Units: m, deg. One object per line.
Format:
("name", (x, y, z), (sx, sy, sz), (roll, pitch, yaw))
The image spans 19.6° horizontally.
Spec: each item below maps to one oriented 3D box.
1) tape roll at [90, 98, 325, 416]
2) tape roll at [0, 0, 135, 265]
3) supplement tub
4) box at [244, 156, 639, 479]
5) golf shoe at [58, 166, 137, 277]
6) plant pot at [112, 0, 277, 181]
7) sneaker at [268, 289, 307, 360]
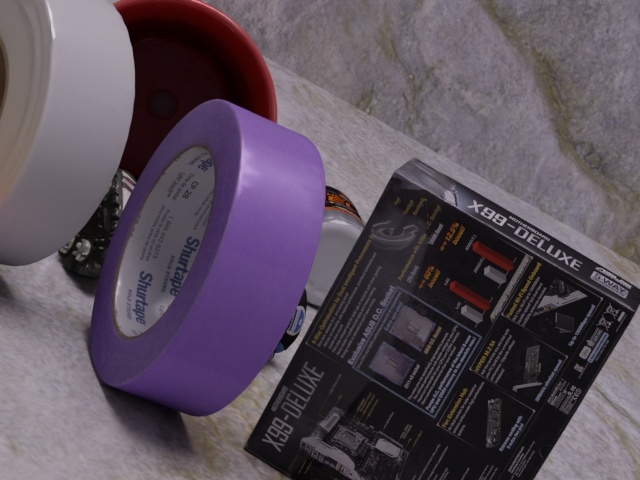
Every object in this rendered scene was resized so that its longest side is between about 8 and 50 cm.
("tape roll", (-0.105, 0.015, 1.662), (0.090, 0.275, 0.275), (22, 15, -24))
("tape roll", (-0.303, -0.121, 1.752), (0.100, 0.286, 0.286), (16, 19, -44))
("supplement tub", (0.000, 0.000, 2.299), (0.117, 0.117, 0.190), (25, 13, -16))
("box", (0.107, 0.118, 1.652), (0.242, 0.307, 0.076), (30, 19, 8))
("golf shoe", (-0.211, -0.021, 1.971), (0.120, 0.105, 0.273), (32, 12, -19))
("plant pot", (-0.191, -0.156, 2.217), (0.275, 0.275, 0.243), (27, 3, -8))
("sneaker", (-0.078, 0.054, 1.905), (0.147, 0.129, 0.330), (25, 13, -6))
